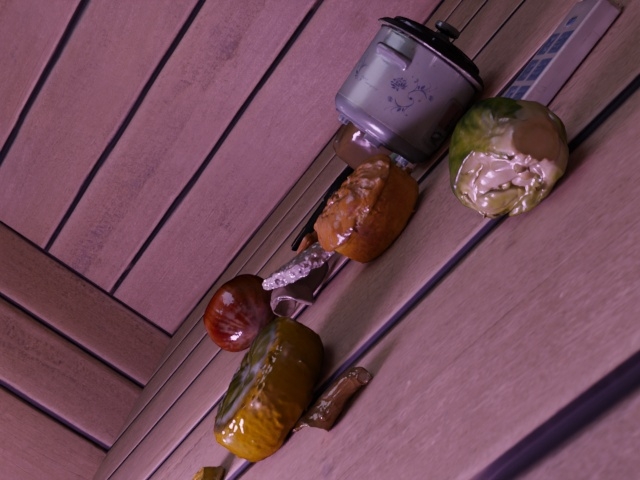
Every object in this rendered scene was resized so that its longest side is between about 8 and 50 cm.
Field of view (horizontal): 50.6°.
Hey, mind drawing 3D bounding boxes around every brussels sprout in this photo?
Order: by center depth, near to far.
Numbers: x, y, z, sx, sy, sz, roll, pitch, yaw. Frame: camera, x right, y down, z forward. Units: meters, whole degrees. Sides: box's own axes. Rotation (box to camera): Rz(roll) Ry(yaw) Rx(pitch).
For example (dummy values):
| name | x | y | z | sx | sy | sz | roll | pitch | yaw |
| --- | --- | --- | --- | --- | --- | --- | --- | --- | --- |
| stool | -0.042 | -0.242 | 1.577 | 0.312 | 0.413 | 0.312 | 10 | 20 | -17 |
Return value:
| name | x | y | z | sx | sy | sz | roll | pitch | yaw |
| --- | --- | --- | --- | --- | --- | --- | --- | --- | --- |
| brussels sprout | 0.240 | -0.117 | 0.877 | 0.183 | 0.131 | 0.145 | -46 | 17 | 57 |

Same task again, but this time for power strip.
| name | x | y | z | sx | sy | sz | roll | pitch | yaw |
| --- | --- | --- | --- | --- | --- | --- | --- | --- | --- |
| power strip | 0.343 | -0.245 | 1.083 | 0.367 | 0.043 | 0.106 | -53 | 11 | 6 |

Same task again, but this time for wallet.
| name | x | y | z | sx | sy | sz | roll | pitch | yaw |
| --- | --- | --- | --- | --- | --- | --- | --- | --- | --- |
| wallet | 0.023 | -0.098 | 2.024 | 0.172 | 0.045 | 0.318 | -32 | 23 | 57 |

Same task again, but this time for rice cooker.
| name | x | y | z | sx | sy | sz | roll | pitch | yaw |
| --- | --- | --- | --- | --- | --- | --- | --- | --- | --- |
| rice cooker | 0.192 | -0.327 | 1.440 | 0.317 | 0.264 | 0.316 | -31 | -36 | -26 |

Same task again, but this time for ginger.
| name | x | y | z | sx | sy | sz | roll | pitch | yaw |
| --- | --- | --- | --- | --- | --- | --- | --- | --- | --- |
| ginger | 0.018 | 0.235 | 0.978 | 0.137 | 0.044 | 0.057 | -49 | -20 | -5 |

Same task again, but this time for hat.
| name | x | y | z | sx | sy | sz | roll | pitch | yaw |
| --- | --- | --- | --- | --- | --- | --- | --- | --- | --- |
| hat | -0.058 | 0.104 | 1.613 | 0.147 | 0.085 | 0.175 | -42 | 17 | 53 |

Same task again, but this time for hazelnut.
| name | x | y | z | sx | sy | sz | roll | pitch | yaw |
| --- | --- | --- | --- | --- | --- | --- | --- | --- | --- |
| hazelnut | -0.203 | 0.195 | 1.790 | 0.212 | 0.181 | 0.181 | -53 | -18 | -3 |

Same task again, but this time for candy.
| name | x | y | z | sx | sy | sz | roll | pitch | yaw |
| --- | --- | --- | --- | --- | --- | --- | --- | --- | --- |
| candy | -0.092 | 0.261 | 1.195 | 0.260 | 0.118 | 0.260 | -57 | 10 | 16 |

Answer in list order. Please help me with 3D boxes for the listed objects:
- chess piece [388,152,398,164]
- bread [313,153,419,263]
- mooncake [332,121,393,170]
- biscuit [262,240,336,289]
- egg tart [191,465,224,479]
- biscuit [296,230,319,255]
| name | x | y | z | sx | sy | sz | roll | pitch | yaw |
| --- | --- | --- | --- | --- | --- | --- | --- | --- | --- |
| chess piece | 0.173 | -0.193 | 1.634 | 0.103 | 0.067 | 0.067 | -46 | 10 | -5 |
| bread | 0.094 | -0.048 | 1.328 | 0.229 | 0.143 | 0.139 | -53 | 21 | 25 |
| mooncake | 0.153 | -0.320 | 1.858 | 0.284 | 0.155 | 0.284 | -56 | 8 | 12 |
| biscuit | -0.023 | 0.039 | 1.511 | 0.265 | 0.040 | 0.188 | -33 | 7 | 20 |
| egg tart | -0.227 | 0.471 | 1.300 | 0.105 | 0.039 | 0.105 | -50 | 9 | 11 |
| biscuit | 0.001 | 0.000 | 1.727 | 0.250 | 0.036 | 0.165 | -46 | -15 | -52 |
